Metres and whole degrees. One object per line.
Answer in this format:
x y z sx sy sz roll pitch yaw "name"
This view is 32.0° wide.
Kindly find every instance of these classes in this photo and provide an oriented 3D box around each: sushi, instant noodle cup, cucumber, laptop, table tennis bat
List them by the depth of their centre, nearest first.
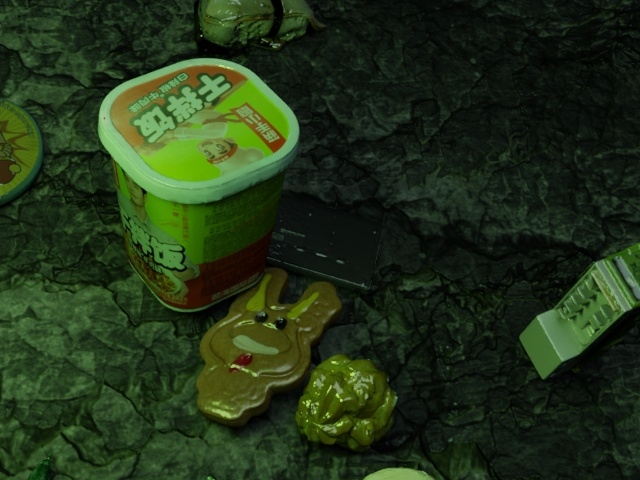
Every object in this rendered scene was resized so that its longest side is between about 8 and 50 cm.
-0.405 0.369 1.554 0.037 0.037 0.155 20 56 -3 "cucumber"
-0.188 -0.072 1.714 0.293 0.308 0.294 4 47 -4 "instant noodle cup"
-0.583 -0.114 1.814 0.215 0.044 0.329 26 53 0 "table tennis bat"
0.000 0.000 1.914 0.207 0.026 0.154 18 56 -4 "laptop"
-0.102 -0.432 2.112 0.272 0.109 0.134 -2 60 -18 "sushi"

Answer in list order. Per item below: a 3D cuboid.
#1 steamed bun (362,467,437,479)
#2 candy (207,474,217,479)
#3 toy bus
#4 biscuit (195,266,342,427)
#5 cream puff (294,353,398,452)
0.122 0.395 1.652 0.129 0.091 0.112 -7 35 12 "steamed bun"
-0.082 0.464 1.573 0.097 0.097 0.323 -19 56 -26 "candy"
0.439 0.118 1.801 0.139 0.302 0.113 -20 69 -20 "toy bus"
-0.091 0.161 1.745 0.185 0.044 0.295 13 51 19 "biscuit"
0.036 0.254 1.702 0.156 0.121 0.156 7 60 -13 "cream puff"
